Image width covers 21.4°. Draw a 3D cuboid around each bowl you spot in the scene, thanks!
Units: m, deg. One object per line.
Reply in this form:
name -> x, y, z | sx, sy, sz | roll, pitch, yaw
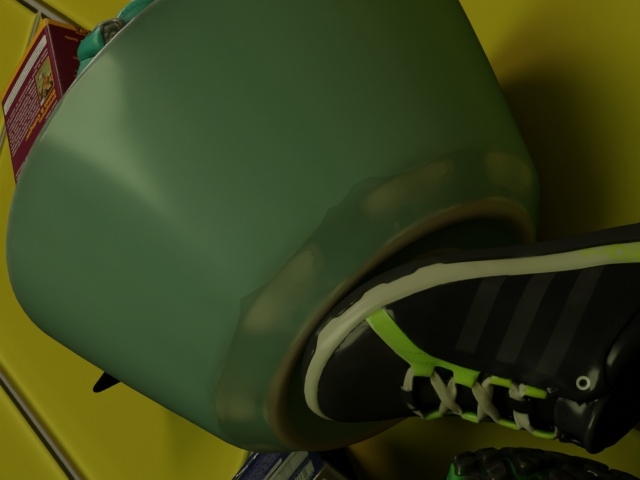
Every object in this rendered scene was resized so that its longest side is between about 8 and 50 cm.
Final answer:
bowl -> 0.000, 0.000, 0.939 | 0.163, 0.311, 0.311 | 49, 123, 30

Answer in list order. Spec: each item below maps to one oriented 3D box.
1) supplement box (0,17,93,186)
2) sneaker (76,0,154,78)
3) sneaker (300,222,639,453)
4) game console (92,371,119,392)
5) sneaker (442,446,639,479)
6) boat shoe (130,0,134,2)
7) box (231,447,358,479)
supplement box -> -0.215, -0.091, 1.484 | 0.104, 0.081, 0.188 | -53, 39, 34
sneaker -> -0.090, -0.089, 1.225 | 0.295, 0.124, 0.178 | 9, 95, 47
sneaker -> 0.104, 0.057, 0.808 | 0.234, 0.084, 0.097 | -16, 50, 8
game console -> -0.130, 0.047, 1.307 | 0.122, 0.071, 0.107 | -51, 41, 36
sneaker -> 0.133, 0.235, 0.734 | 0.146, 0.134, 0.343 | -58, 44, 36
boat shoe -> -0.116, -0.245, 1.374 | 0.076, 0.083, 0.226 | -58, 36, 31
box -> -0.036, 0.176, 1.045 | 0.136, 0.036, 0.225 | -51, 7, 1
